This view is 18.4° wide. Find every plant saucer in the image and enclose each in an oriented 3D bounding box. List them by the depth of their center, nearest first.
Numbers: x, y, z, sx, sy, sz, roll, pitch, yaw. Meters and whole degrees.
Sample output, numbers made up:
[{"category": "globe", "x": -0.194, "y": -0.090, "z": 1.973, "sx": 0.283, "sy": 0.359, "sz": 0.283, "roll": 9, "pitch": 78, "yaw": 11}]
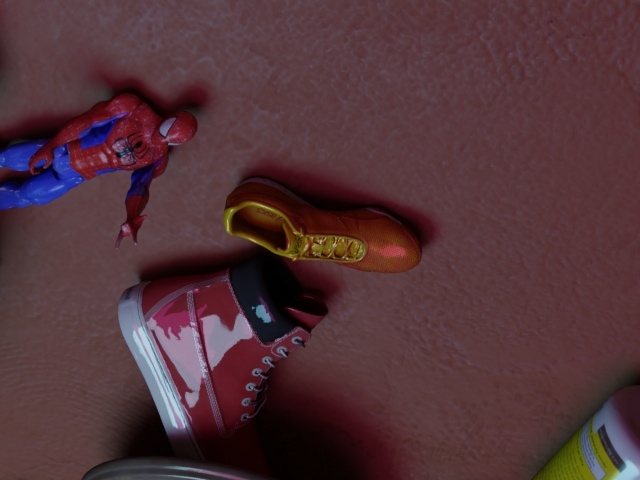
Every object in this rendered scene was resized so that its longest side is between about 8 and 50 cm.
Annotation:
[{"category": "plant saucer", "x": -0.094, "y": 0.276, "z": 1.845, "sx": 0.278, "sy": 0.041, "sz": 0.278, "roll": 10, "pitch": 153, "yaw": 5}]

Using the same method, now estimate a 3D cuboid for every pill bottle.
[{"category": "pill bottle", "x": 0.246, "y": 0.233, "z": 1.744, "sx": 0.117, "sy": 0.117, "sz": 0.215, "roll": 33, "pitch": 125, "yaw": -7}]

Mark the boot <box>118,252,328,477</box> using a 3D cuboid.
[{"category": "boot", "x": -0.056, "y": 0.130, "z": 1.783, "sx": 0.176, "sy": 0.088, "sz": 0.244, "roll": -14, "pitch": 115, "yaw": 21}]

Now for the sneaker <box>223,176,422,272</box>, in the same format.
[{"category": "sneaker", "x": 0.000, "y": 0.000, "z": 1.689, "sx": 0.175, "sy": 0.067, "sz": 0.064, "roll": 13, "pitch": 124, "yaw": 5}]

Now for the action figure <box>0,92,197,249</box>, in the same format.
[{"category": "action figure", "x": -0.235, "y": -0.046, "z": 1.687, "sx": 0.280, "sy": 0.139, "sz": 0.091, "roll": -17, "pitch": 118, "yaw": 22}]
